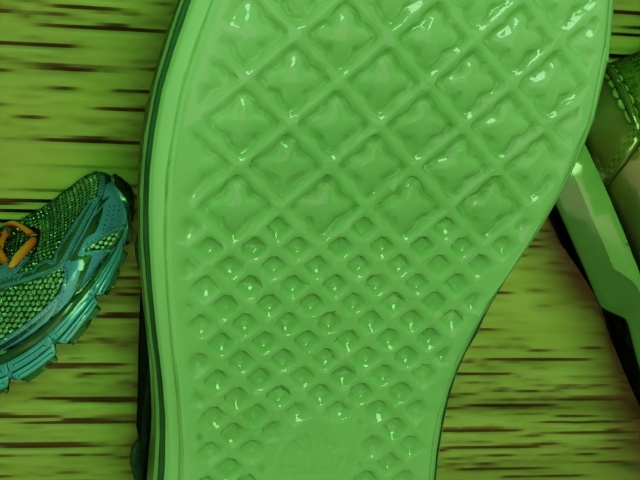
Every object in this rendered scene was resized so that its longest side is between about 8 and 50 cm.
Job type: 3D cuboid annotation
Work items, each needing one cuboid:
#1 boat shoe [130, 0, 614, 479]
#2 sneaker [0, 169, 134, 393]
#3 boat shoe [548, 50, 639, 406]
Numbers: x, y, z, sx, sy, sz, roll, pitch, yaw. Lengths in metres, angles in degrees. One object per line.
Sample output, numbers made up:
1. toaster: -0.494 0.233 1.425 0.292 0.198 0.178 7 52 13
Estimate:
1. boat shoe: 0.000 0.000 0.794 0.186 0.156 0.500 3 121 -13
2. sneaker: -0.182 0.033 0.815 0.221 0.083 0.087 -34 116 3
3. boat shoe: 0.200 0.040 0.899 0.104 0.111 0.307 -26 125 4
